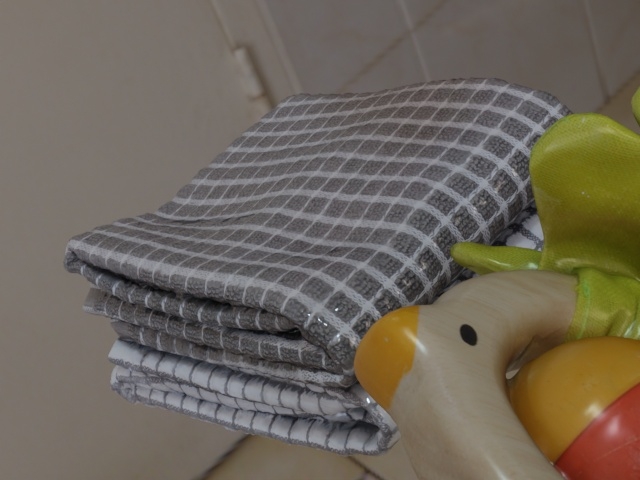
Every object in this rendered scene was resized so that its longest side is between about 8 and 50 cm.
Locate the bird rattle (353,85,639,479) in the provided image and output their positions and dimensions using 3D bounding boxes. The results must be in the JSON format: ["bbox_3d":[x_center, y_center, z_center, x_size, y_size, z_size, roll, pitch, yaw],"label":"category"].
[{"bbox_3d":[0.120,0.081,0.496,0.207,0.143,0.253,-10,57,-42],"label":"bird rattle"}]

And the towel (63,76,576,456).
[{"bbox_3d":[0.000,0.000,0.882,0.283,0.121,0.235,7,43,47],"label":"towel"}]
